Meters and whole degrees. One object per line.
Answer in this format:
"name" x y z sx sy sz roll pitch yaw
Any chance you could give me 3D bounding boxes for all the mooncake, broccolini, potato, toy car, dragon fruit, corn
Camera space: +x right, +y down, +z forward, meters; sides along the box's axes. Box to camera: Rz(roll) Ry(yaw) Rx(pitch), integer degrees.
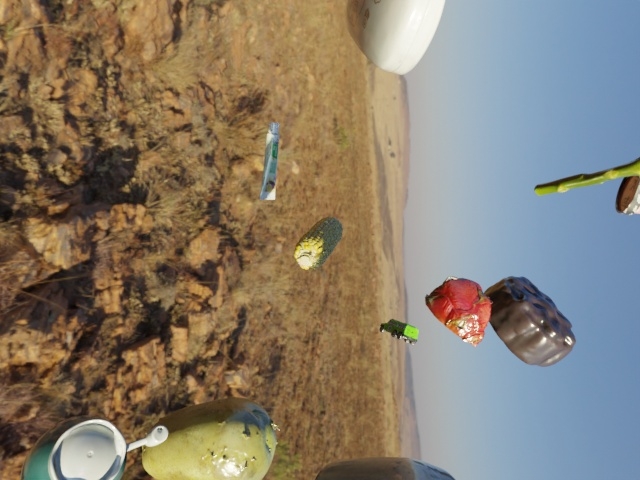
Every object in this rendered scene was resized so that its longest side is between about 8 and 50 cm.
"mooncake" 0.627 0.228 1.257 0.141 0.283 0.283 -49 -166 32
"broccolini" 0.647 -0.167 0.899 0.392 0.073 0.079 -13 -88 64
"potato" -0.293 0.540 1.128 0.269 0.358 0.220 29 53 -63
"toy car" 0.281 0.323 1.512 0.165 0.071 0.063 3 -111 66
"dragon fruit" 0.379 0.185 1.125 0.121 0.127 0.161 -56 -147 27
"corn" 0.000 0.000 0.991 0.238 0.080 0.080 -54 141 -63

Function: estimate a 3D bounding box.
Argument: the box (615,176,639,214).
"box" 1.011 -0.142 1.286 0.151 0.135 0.151 15 90 -76

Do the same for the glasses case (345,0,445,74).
"glasses case" 0.056 -0.202 0.359 0.193 0.049 0.074 -101 -153 -50

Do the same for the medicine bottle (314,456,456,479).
"medicine bottle" 0.064 0.462 0.484 0.122 0.282 0.375 26 52 -25

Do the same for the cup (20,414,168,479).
"cup" -0.415 0.381 0.725 0.299 0.173 0.168 -4 62 -42

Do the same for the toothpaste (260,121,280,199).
"toothpaste" -0.206 -0.323 1.728 0.056 0.058 0.315 -90 -174 -77
